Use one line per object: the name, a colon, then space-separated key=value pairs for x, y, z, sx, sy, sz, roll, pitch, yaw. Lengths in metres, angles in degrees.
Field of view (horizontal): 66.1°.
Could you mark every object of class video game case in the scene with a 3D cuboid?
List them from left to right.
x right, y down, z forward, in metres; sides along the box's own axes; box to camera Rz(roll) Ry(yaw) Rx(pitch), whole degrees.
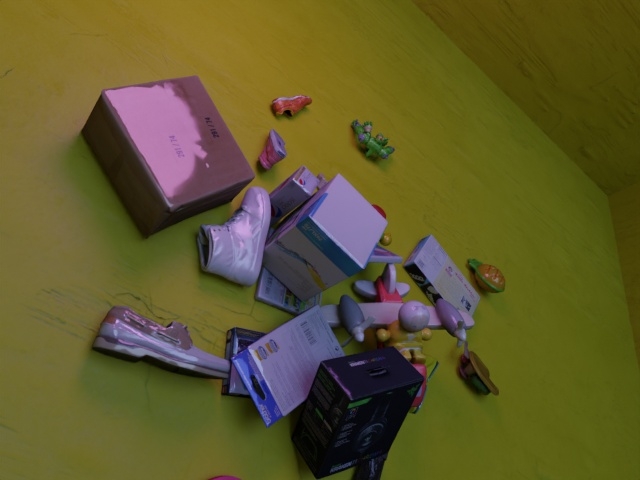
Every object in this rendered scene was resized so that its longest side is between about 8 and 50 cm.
video game case: x=-0.080 y=0.100 z=1.425 sx=0.206 sy=0.026 sz=0.227 roll=26 pitch=52 yaw=-28
video game case: x=0.129 y=0.028 z=1.552 sx=0.201 sy=0.183 sz=0.023 roll=5 pitch=106 yaw=-39

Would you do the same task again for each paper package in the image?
paper package: x=-0.373 y=-0.219 z=1.245 sx=0.309 sy=0.168 sz=0.325 roll=-31 pitch=89 yaw=-46

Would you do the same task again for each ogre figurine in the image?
ogre figurine: x=0.203 y=-0.375 z=1.873 sx=0.197 sy=0.096 sz=0.118 roll=51 pitch=25 yaw=-29

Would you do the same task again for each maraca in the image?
maraca: x=0.673 y=0.139 z=1.999 sx=0.127 sy=0.099 sz=0.186 roll=5 pitch=39 yaw=-47

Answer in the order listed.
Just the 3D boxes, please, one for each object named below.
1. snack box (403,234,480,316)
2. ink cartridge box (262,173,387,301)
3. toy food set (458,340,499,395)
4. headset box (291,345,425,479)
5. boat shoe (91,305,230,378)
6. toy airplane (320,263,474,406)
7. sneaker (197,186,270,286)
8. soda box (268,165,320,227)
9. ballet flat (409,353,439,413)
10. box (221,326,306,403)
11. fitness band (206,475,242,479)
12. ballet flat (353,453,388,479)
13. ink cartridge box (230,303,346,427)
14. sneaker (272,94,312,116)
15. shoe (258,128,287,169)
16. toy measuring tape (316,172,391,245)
snack box: x=0.455 y=0.156 z=1.825 sx=0.322 sy=0.060 sz=0.187 roll=51 pitch=46 yaw=-7
ink cartridge box: x=0.000 y=0.000 z=1.337 sx=0.197 sy=0.270 sz=0.198 roll=44 pitch=46 yaw=-12
toy food set: x=0.541 y=0.466 z=1.738 sx=0.218 sy=0.071 sz=0.128 roll=52 pitch=21 yaw=-9
headset box: x=0.094 y=0.408 z=1.210 sx=0.246 sy=0.283 sz=0.131 roll=0 pitch=30 yaw=-38
boat shoe: x=-0.330 y=0.229 z=1.083 sx=0.302 sy=0.113 sz=0.103 roll=26 pitch=59 yaw=-27
toy airplane: x=0.234 y=0.232 z=1.444 sx=0.384 sy=0.272 sz=0.386 roll=43 pitch=57 yaw=9
sneaker: x=-0.233 y=-0.038 z=1.305 sx=0.169 sy=0.108 sz=0.293 roll=22 pitch=59 yaw=-33
soda box: x=-0.099 y=-0.120 z=1.389 sx=0.069 sy=0.216 sz=0.074 roll=43 pitch=47 yaw=-15
ballet flat: x=0.303 y=0.441 z=1.548 sx=0.077 sy=0.077 sz=0.231 roll=36 pitch=43 yaw=8
box: x=-0.131 y=0.321 z=1.251 sx=0.233 sy=0.044 sz=0.159 roll=20 pitch=57 yaw=-32
fitness band: x=-0.224 y=0.634 z=1.002 sx=0.209 sy=0.054 sz=0.291 roll=46 pitch=45 yaw=-12
ballet flat: x=0.118 y=0.633 z=1.299 sx=0.084 sy=0.058 sz=0.250 roll=37 pitch=53 yaw=-16
ink cartridge box: x=-0.076 y=0.306 z=1.230 sx=0.311 sy=0.065 sz=0.186 roll=-25 pitch=85 yaw=-47
sneaker: x=-0.097 y=-0.461 z=1.693 sx=0.175 sy=0.064 sz=0.067 roll=-24 pitch=104 yaw=-40
shoe: x=-0.156 y=-0.285 z=1.539 sx=0.063 sy=0.081 sz=0.178 roll=43 pitch=16 yaw=-31
toy measuring tape: x=0.121 y=-0.108 z=1.659 sx=0.330 sy=0.121 sz=0.121 roll=45 pitch=45 yaw=6
